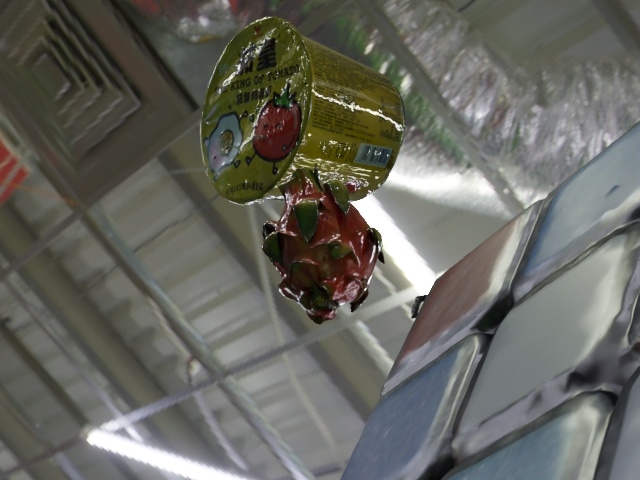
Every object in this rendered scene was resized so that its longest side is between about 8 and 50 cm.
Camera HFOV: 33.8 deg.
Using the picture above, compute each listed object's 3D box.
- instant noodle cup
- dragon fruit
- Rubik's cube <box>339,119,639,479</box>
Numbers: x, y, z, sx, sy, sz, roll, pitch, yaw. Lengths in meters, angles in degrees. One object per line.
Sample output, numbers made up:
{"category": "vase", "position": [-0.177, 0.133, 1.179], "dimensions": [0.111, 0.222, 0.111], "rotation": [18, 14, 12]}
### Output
{"category": "instant noodle cup", "position": [-0.012, -0.115, 1.046], "dimensions": [0.182, 0.144, 0.182], "rotation": [-15, -109, 49]}
{"category": "dragon fruit", "position": [-0.002, 0.000, 0.775], "dimensions": [0.086, 0.081, 0.116], "rotation": [-48, -126, 28]}
{"category": "Rubik's cube", "position": [0.221, 0.146, 0.464], "dimensions": [0.359, 0.362, 0.363], "rotation": [40, -43, -4]}
